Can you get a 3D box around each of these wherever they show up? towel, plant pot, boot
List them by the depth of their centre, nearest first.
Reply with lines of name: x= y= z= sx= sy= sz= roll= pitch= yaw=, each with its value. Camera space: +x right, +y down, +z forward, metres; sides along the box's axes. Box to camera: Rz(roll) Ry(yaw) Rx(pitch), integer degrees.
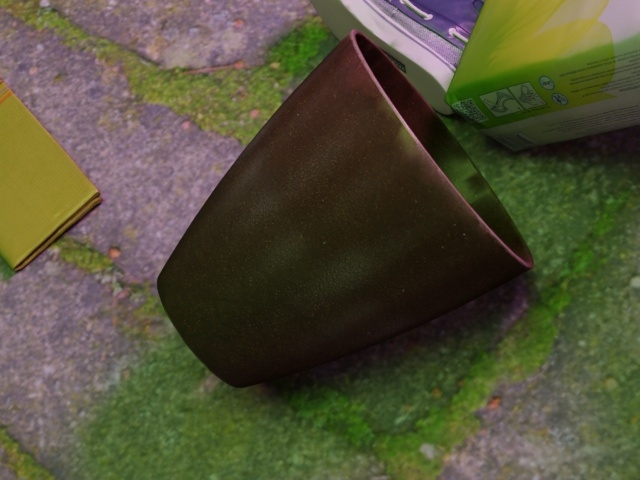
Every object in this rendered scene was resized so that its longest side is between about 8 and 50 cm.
plant pot: x=0.000 y=0.000 z=1.188 sx=0.230 sy=0.215 sz=0.215 roll=-37 pitch=54 yaw=11
boot: x=0.076 y=-0.184 z=1.349 sx=0.086 sy=0.069 sz=0.190 roll=-40 pitch=63 yaw=-16
towel: x=-0.290 y=-0.076 z=1.431 sx=0.102 sy=0.021 sz=0.237 roll=-43 pitch=57 yaw=-3

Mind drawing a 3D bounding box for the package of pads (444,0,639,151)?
package of pads: x=0.242 y=-0.218 z=1.230 sx=0.229 sy=0.101 sz=0.296 roll=-10 pitch=51 yaw=53
